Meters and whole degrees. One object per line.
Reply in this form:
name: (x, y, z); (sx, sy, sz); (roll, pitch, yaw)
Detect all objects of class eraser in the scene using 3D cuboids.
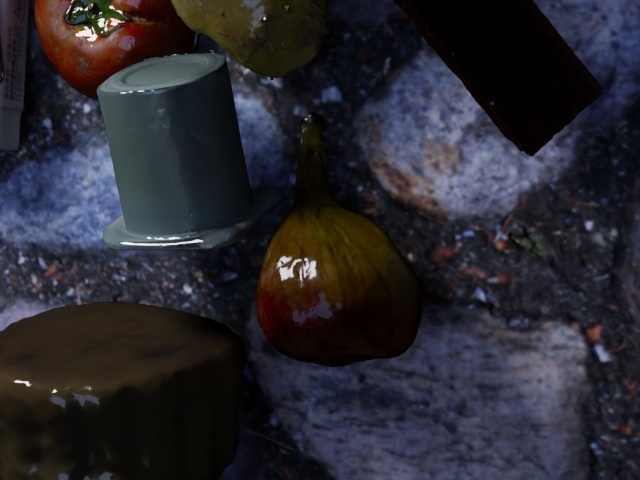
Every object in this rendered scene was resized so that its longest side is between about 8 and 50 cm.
eraser: (-0.437, -0.221, 1.759); (0.124, 0.068, 0.210); (5, 94, 19)

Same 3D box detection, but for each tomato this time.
tomato: (-0.258, -0.276, 1.680); (0.225, 0.085, 0.225); (4, 99, 26)

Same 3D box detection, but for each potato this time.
potato: (-0.092, -0.322, 1.567); (0.192, 0.141, 0.296); (-30, 89, 25)

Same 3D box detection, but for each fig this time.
fig: (0.016, 0.016, 1.599); (0.191, 0.190, 0.290); (-26, 47, 25)

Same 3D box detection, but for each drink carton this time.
drink carton: (-0.168, -0.100, 1.587); (0.191, 0.185, 0.189); (0, 115, 25)

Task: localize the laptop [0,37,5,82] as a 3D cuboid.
laptop: (-0.472, -0.245, 1.729); (0.180, 0.016, 0.129); (-7, 90, 22)

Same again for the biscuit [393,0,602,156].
biscuit: (0.137, -0.255, 1.423); (0.107, 0.073, 0.388); (-42, 108, 2)

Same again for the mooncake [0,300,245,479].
mooncake: (-0.246, 0.196, 1.627); (0.324, 0.324, 0.187); (5, 104, 23)
